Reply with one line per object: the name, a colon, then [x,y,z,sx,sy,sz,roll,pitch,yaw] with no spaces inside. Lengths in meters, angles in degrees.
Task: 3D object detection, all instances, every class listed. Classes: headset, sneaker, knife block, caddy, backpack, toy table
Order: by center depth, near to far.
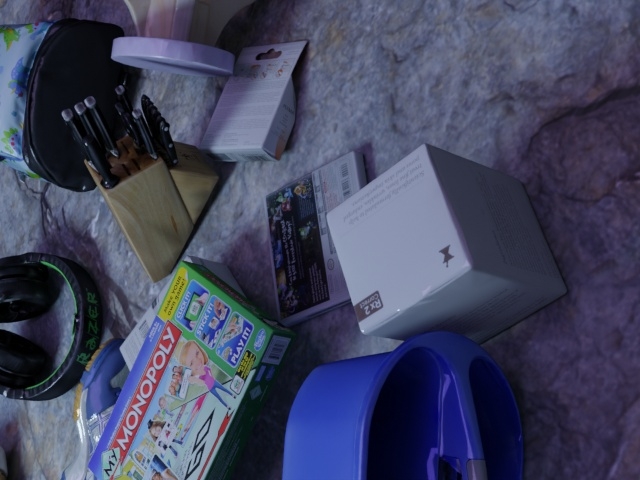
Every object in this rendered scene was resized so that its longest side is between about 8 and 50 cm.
caddy: [0.099,0.263,1.047,0.179,0.241,0.342,-9,74,49]
knife block: [-0.283,-0.078,1.481,0.088,0.242,0.276,52,122,40]
toy table: [-0.203,-0.329,1.503,0.274,0.252,0.161,14,97,62]
sneaker: [-0.293,0.296,1.527,0.130,0.112,0.297,7,86,27]
headset: [-0.547,0.141,1.736,0.394,0.185,0.244,-4,76,32]
backpack: [-0.517,-0.253,1.791,0.355,0.273,0.290,22,101,57]

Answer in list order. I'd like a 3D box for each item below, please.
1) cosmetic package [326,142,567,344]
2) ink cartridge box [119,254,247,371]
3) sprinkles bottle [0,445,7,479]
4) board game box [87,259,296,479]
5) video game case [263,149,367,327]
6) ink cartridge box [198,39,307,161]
cosmetic package: [0.134,0.014,1.112,0.151,0.183,0.152,-36,57,32]
ink cartridge box: [-0.184,0.138,1.458,0.191,0.082,0.140,-50,50,20]
sprinkles bottle: [-0.558,0.509,1.683,0.121,0.121,0.356,-39,52,30]
board game box: [-0.173,0.212,1.337,0.213,0.046,0.317,31,99,42]
video game case: [0.000,0.000,1.360,0.173,0.022,0.191,-25,64,37]
ink cartridge box: [-0.089,-0.199,1.497,0.145,0.045,0.179,4,64,45]
